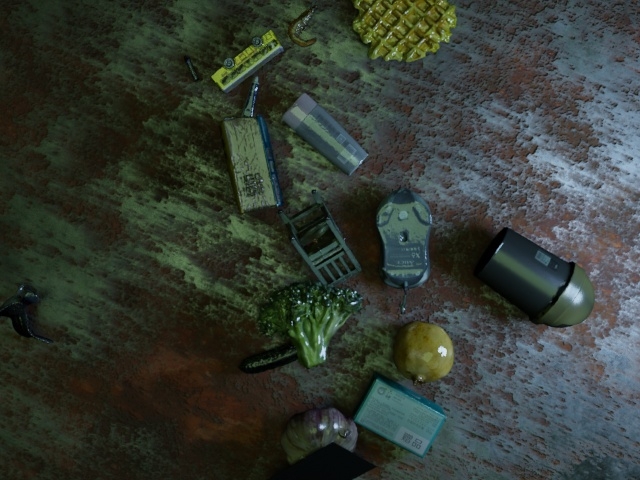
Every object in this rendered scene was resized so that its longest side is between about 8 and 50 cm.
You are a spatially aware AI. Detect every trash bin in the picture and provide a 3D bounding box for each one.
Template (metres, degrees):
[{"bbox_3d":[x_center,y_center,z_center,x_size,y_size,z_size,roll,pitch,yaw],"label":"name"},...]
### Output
[{"bbox_3d":[0.630,0.124,1.867,0.333,0.214,0.214,31,93,4],"label":"trash bin"}]

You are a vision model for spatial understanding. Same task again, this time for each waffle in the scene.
[{"bbox_3d":[0.239,-0.681,1.898,0.307,0.060,0.312,-15,95,1],"label":"waffle"}]

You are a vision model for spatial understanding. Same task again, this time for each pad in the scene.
[{"bbox_3d":[-0.008,0.697,1.911,0.299,0.005,0.202,-37,124,23],"label":"pad"}]

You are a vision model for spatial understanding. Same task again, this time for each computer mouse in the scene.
[{"bbox_3d":[0.247,0.032,1.928,0.167,0.090,0.380,2,100,6],"label":"computer mouse"}]

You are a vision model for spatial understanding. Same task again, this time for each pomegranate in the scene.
[{"bbox_3d":[0.301,0.338,1.896,0.196,0.196,0.196,0,93,1],"label":"pomegranate"}]

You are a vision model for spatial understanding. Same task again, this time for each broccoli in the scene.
[{"bbox_3d":[-0.026,0.238,1.871,0.288,0.247,0.246,-5,91,45],"label":"broccoli"}]

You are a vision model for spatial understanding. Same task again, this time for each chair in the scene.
[{"bbox_3d":[0.000,0.000,1.919,0.136,0.147,0.270,-31,136,5],"label":"chair"}]

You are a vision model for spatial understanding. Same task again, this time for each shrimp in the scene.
[{"bbox_3d":[-0.038,-0.641,1.920,0.091,0.025,0.127,36,97,-2],"label":"shrimp"}]

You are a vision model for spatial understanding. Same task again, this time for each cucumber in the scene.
[{"bbox_3d":[-0.134,0.356,1.964,0.245,0.067,0.067,-23,93,4],"label":"cucumber"}]

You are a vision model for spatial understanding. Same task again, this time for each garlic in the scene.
[{"bbox_3d":[0.000,0.588,1.928,0.244,0.161,0.245,-1,121,-1],"label":"garlic"}]

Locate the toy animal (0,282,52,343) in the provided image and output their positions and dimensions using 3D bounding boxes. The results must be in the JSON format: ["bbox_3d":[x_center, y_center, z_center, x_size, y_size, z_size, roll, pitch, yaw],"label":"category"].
[{"bbox_3d":[-0.929,0.212,1.945,0.272,0.197,0.160,43,73,-44],"label":"toy animal"}]

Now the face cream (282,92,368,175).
[{"bbox_3d":[0.016,-0.314,1.914,0.269,0.073,0.107,42,88,-2],"label":"face cream"}]

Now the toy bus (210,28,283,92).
[{"bbox_3d":[-0.218,-0.529,1.900,0.226,0.081,0.074,-36,94,3],"label":"toy bus"}]

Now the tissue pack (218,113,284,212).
[{"bbox_3d":[-0.199,-0.218,1.863,0.133,0.192,0.271,-12,93,0],"label":"tissue pack"}]

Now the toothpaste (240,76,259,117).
[{"bbox_3d":[-0.209,-0.424,1.937,0.037,0.021,0.140,15,95,-1],"label":"toothpaste"}]

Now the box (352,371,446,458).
[{"bbox_3d":[0.237,0.526,1.953,0.244,0.092,0.153,29,94,0],"label":"box"}]

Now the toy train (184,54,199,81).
[{"bbox_3d":[-0.390,-0.519,1.935,0.017,0.017,0.083,-25,92,1],"label":"toy train"}]
